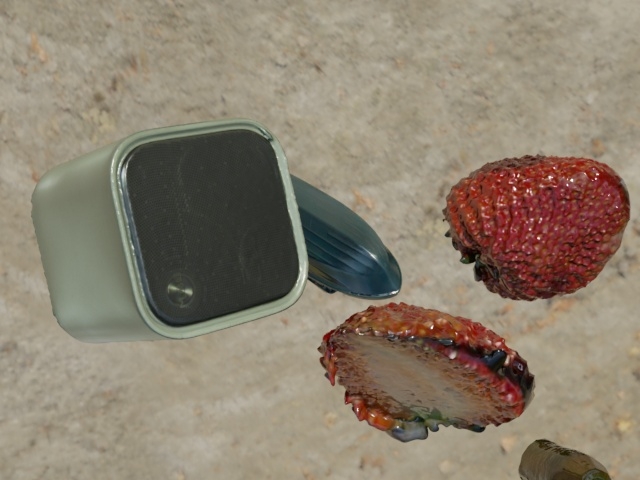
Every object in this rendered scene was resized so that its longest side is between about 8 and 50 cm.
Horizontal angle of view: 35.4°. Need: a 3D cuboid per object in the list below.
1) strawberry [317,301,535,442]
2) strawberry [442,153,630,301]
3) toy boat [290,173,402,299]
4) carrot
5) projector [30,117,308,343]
[{"bbox_3d":[0.127,0.127,1.192,0.233,0.137,0.306,-6,146,19],"label":"strawberry"},{"bbox_3d":[0.440,-0.040,1.970,0.351,0.267,0.312,-25,113,32],"label":"strawberry"},{"bbox_3d":[-0.001,0.001,1.457,0.114,0.296,0.122,-44,151,-23],"label":"toy boat"},{"bbox_3d":[0.344,0.331,1.426,0.082,0.173,0.082,-1,93,-20],"label":"carrot"},{"bbox_3d":[-0.196,-0.007,1.283,0.248,0.249,0.248,-14,93,-38],"label":"projector"}]
